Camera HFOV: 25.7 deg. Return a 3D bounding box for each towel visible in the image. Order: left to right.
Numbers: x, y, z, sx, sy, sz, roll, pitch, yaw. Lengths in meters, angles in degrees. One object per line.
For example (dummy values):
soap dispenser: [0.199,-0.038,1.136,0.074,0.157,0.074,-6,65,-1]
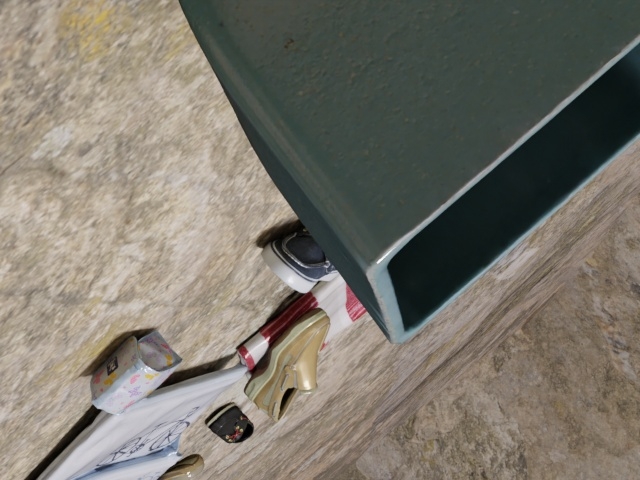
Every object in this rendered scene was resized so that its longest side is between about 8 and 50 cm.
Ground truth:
towel: [0.035,0.074,1.833,0.329,0.037,0.237,-39,165,-9]

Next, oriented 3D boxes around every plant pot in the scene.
plant pot: [0.048,-0.129,0.788,0.247,0.252,0.248,-40,167,-4]

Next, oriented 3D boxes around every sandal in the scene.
sandal: [-0.201,0.324,1.860,0.072,0.049,0.180,-34,-176,-35]

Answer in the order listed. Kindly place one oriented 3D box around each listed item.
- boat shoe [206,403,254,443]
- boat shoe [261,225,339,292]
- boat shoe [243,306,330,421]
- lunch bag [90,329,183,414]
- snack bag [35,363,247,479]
boat shoe: [-0.123,0.258,1.960,0.049,0.042,0.133,-40,165,1]
boat shoe: [0.000,0.000,1.470,0.083,0.065,0.183,-48,171,14]
boat shoe: [-0.026,0.158,1.732,0.068,0.072,0.190,-25,157,-39]
lunch bag: [-0.184,0.129,1.371,0.071,0.053,0.083,-44,176,17]
snack bag: [-0.252,0.274,1.646,0.342,0.037,0.323,-45,165,20]
